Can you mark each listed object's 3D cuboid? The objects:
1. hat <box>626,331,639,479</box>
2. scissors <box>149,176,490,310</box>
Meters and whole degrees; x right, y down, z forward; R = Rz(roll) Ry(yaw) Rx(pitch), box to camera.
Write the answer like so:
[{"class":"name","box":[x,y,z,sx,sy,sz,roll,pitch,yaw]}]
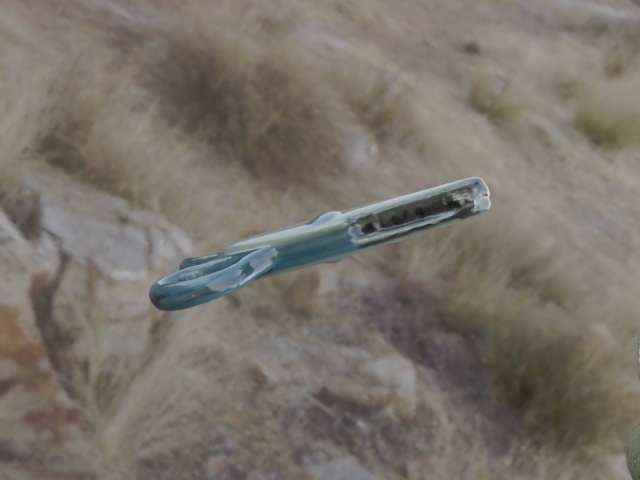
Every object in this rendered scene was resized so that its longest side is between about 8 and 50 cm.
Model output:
[{"class":"hat","box":[0.346,0.202,1.192,0.252,0.110,0.252,26,39,-23]},{"class":"scissors","box":[0.000,0.000,1.050,0.138,0.289,0.041,-43,114,-69]}]
